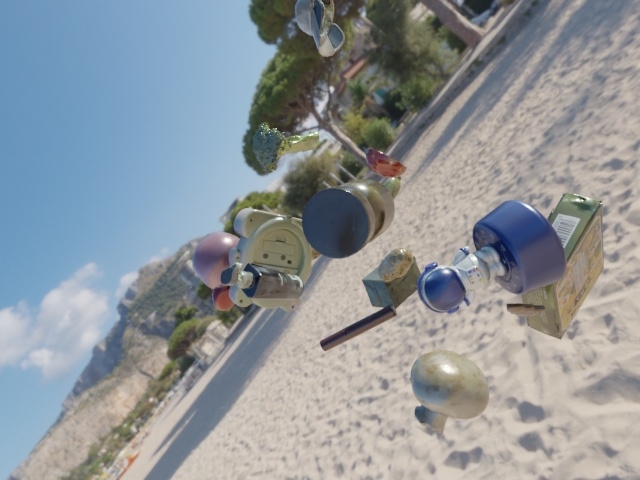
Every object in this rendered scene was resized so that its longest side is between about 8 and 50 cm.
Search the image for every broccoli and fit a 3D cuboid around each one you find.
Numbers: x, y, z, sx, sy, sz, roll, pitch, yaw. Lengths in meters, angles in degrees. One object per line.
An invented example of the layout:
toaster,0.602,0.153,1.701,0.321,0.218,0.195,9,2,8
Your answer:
broccoli,-0.168,-0.506,2.318,0.361,0.221,0.252,-32,-42,-13

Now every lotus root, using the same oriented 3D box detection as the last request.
lotus root,0.301,-0.215,1.995,0.183,0.077,0.090,-52,-7,-10

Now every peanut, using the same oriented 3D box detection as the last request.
peanut,0.294,0.102,1.806,0.226,0.095,0.108,127,147,-62

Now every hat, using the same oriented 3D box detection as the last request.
hat,-0.011,-0.872,1.821,0.161,0.274,0.232,-15,-9,25

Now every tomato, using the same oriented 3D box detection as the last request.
tomato,0.216,-0.254,1.552,0.069,0.156,0.155,-64,0,7

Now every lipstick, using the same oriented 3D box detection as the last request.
lipstick,0.157,0.369,1.902,0.357,0.057,0.057,-30,8,17

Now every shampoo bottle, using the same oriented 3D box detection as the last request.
shampoo bottle,-0.112,0.081,0.895,0.208,0.057,0.063,19,-77,-56

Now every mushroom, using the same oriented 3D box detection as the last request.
mushroom,0.472,0.571,1.707,0.297,0.298,0.289,-55,-20,-68

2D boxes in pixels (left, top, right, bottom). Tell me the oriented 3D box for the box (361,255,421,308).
box,0.335,0.186,2.062,0.231,0.148,0.155,-34,18,-35

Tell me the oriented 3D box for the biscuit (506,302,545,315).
biscuit,0.670,0.231,1.505,0.119,0.130,0.019,133,147,-61

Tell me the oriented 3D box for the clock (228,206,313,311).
clock,-0.154,0.065,1.454,0.114,0.284,0.309,15,93,59

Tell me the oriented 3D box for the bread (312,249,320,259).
bread,0.000,0.000,1.722,0.232,0.088,0.128,-39,-12,32

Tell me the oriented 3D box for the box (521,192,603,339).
box,0.879,0.102,1.646,0.138,0.420,0.373,23,66,43

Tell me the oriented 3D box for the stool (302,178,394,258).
stool,0.085,-0.067,1.219,0.179,0.179,0.264,-50,-9,25

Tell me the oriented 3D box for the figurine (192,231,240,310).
figurine,-0.370,0.086,1.753,0.270,0.261,0.211,-40,-16,-15

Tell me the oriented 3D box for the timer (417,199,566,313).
timer,0.457,0.082,1.299,0.384,0.270,0.270,-28,0,-5
